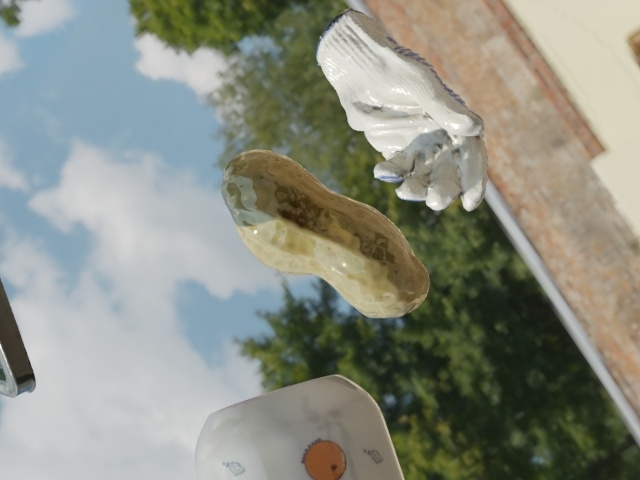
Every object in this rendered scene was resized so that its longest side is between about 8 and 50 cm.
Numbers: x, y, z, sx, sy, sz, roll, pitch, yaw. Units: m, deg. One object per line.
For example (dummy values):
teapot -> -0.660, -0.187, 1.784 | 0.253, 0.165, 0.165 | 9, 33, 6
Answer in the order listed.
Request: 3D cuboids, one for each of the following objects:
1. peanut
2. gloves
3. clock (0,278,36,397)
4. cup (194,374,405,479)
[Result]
peanut -> 0.000, 0.000, 1.535 | 0.274, 0.125, 0.111 | 33, -165, 5
gloves -> 0.077, -0.112, 1.169 | 0.097, 0.119, 0.229 | -10, -125, -27
clock -> -0.413, 0.031, 1.456 | 0.049, 0.273, 0.279 | -28, -70, -34
cup -> 0.001, 0.308, 1.354 | 0.212, 0.212, 0.317 | 5, -114, -68
